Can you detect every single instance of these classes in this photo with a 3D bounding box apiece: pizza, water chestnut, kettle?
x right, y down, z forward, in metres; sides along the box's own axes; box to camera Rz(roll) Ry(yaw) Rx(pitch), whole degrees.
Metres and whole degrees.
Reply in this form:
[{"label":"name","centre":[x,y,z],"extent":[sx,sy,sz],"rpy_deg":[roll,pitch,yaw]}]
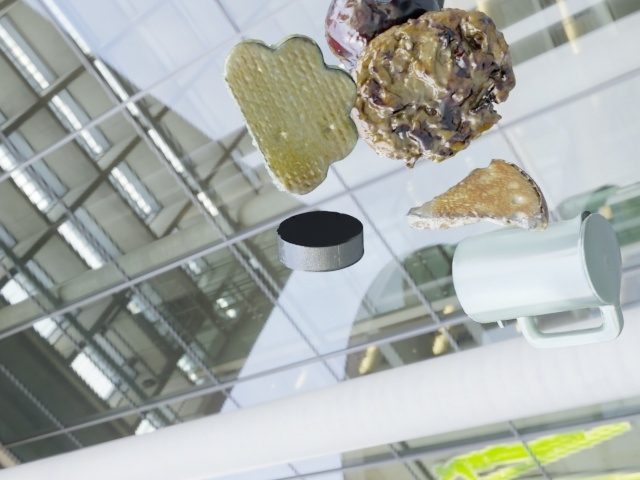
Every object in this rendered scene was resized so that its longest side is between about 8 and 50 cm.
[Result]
[{"label":"pizza","centre":[0.217,-0.045,1.163],"extent":[0.185,0.195,0.052],"rpy_deg":[-103,0,-56]},{"label":"water chestnut","centre":[0.148,-0.451,1.693],"extent":[0.289,0.244,0.289],"rpy_deg":[19,-122,-34]},{"label":"kettle","centre":[0.475,0.092,1.784],"extent":[0.205,0.318,0.265],"rpy_deg":[19,-115,-45]}]

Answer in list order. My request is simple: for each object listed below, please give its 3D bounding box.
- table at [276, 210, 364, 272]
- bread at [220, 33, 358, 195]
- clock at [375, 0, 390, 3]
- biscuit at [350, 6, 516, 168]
[{"label":"table","centre":[0.000,0.000,1.243],"extent":[0.133,0.133,0.043],"rpy_deg":[-44,-43,-54]},{"label":"bread","centre":[-0.034,-0.223,1.386],"extent":[0.056,0.207,0.286],"rpy_deg":[-118,5,-64]},{"label":"clock","centre":[0.111,-0.466,1.116],"extent":[0.055,0.280,0.280],"rpy_deg":[16,-124,-20]},{"label":"biscuit","centre":[0.220,-0.286,1.561],"extent":[0.289,0.334,0.081],"rpy_deg":[59,-179,-25]}]
